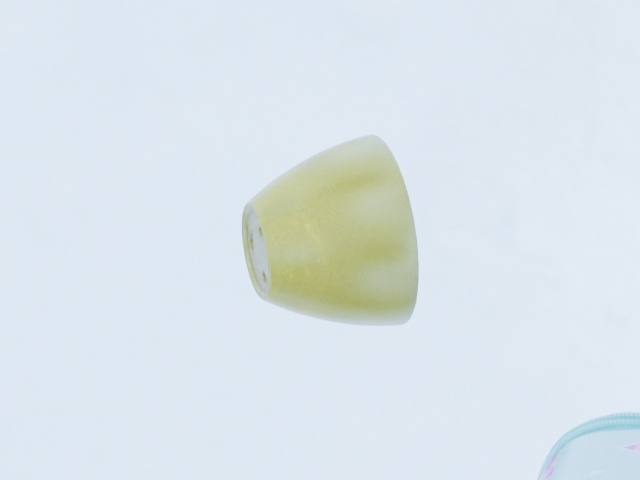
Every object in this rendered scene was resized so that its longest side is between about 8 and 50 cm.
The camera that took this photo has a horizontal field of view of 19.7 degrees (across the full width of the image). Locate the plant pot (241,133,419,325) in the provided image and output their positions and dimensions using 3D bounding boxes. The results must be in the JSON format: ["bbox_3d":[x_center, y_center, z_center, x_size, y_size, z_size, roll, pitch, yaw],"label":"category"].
[{"bbox_3d":[0.000,0.000,1.269,0.095,0.134,0.134,-9,106,-15],"label":"plant pot"}]

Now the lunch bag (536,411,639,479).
[{"bbox_3d":[0.169,0.204,0.736,0.224,0.108,0.279,9,109,19],"label":"lunch bag"}]
